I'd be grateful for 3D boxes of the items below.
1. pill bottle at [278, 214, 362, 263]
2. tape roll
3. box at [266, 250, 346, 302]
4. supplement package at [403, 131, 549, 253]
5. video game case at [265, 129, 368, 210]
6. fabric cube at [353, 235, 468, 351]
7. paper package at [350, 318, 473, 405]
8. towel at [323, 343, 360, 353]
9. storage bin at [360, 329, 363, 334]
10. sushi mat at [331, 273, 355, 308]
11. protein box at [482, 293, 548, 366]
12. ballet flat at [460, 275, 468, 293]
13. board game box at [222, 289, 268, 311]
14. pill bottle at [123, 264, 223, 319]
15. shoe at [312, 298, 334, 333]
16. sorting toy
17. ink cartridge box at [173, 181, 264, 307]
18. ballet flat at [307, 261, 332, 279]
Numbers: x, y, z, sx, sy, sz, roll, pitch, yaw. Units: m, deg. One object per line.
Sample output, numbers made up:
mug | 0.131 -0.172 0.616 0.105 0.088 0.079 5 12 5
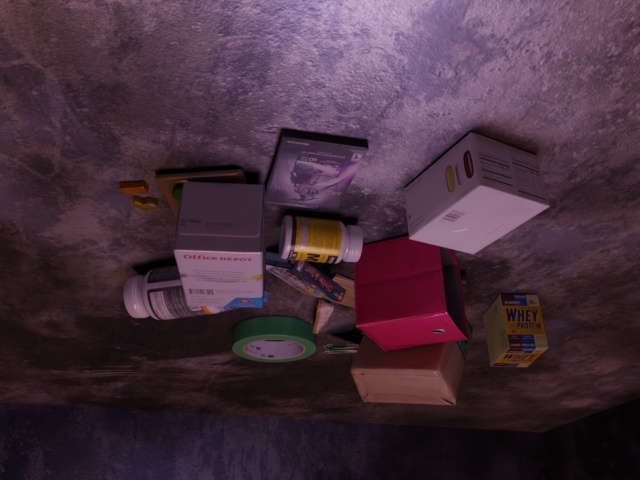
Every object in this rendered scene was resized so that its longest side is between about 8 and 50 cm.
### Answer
pill bottle | 0.000 0.000 1.696 0.208 0.119 0.119 5 151 -12
tape roll | -0.175 0.383 2.439 0.321 0.077 0.321 0 151 0
box | -0.053 0.107 1.884 0.159 0.044 0.233 6 157 44
supplement package | 0.355 -0.101 1.494 0.204 0.145 0.262 13 148 -25
video game case | -0.020 -0.157 1.506 0.196 0.026 0.274 6 150 -12
fabric cube | 0.260 0.153 1.841 0.258 0.259 0.254 -12 151 20
paper package | 0.295 0.342 2.009 0.309 0.325 0.168 -5 127 30
towel | 0.206 0.406 2.427 0.325 0.038 0.248 -12 164 41
storage bin | 0.208 0.321 2.329 0.135 0.098 0.091 5 161 -11
sushi mat | 0.116 0.183 2.139 0.316 0.019 0.151 22 143 -36
protein box | 0.672 0.315 2.211 0.136 0.200 0.201 1 151 -4
ballet flat | 0.381 0.164 2.087 0.084 0.058 0.250 26 146 -27
board game box | -0.303 0.179 2.098 0.211 0.039 0.160 -16 148 24
pill bottle | -0.437 0.155 1.923 0.278 0.162 0.162 -8 151 14
shoe | 0.006 0.274 2.243 0.058 0.076 0.219 7 149 -3
sorting toy | -0.326 -0.097 1.588 0.307 0.041 0.229 -4 151 4
ink cartridge box | -0.233 0.016 1.551 0.198 0.197 0.270 2 147 -3
ballet flat | -0.008 0.107 1.956 0.057 0.049 0.173 -10 146 19
